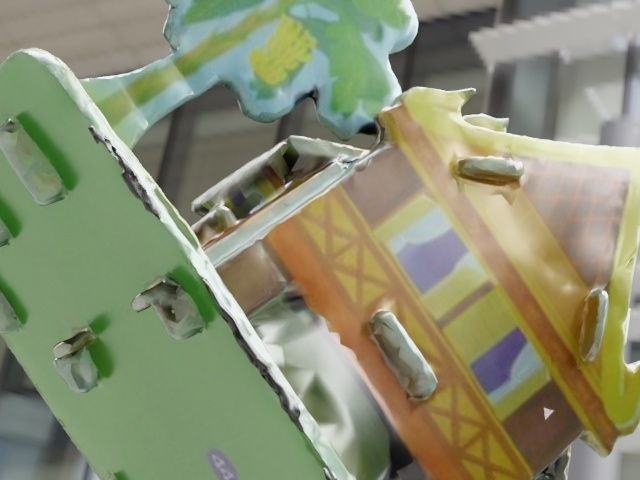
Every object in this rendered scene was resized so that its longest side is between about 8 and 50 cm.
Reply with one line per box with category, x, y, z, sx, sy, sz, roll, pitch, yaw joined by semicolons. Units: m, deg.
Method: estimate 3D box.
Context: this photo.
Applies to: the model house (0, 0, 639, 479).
model house;0.000;0.000;0.995;0.358;0.313;0.242;55;-34;-1
